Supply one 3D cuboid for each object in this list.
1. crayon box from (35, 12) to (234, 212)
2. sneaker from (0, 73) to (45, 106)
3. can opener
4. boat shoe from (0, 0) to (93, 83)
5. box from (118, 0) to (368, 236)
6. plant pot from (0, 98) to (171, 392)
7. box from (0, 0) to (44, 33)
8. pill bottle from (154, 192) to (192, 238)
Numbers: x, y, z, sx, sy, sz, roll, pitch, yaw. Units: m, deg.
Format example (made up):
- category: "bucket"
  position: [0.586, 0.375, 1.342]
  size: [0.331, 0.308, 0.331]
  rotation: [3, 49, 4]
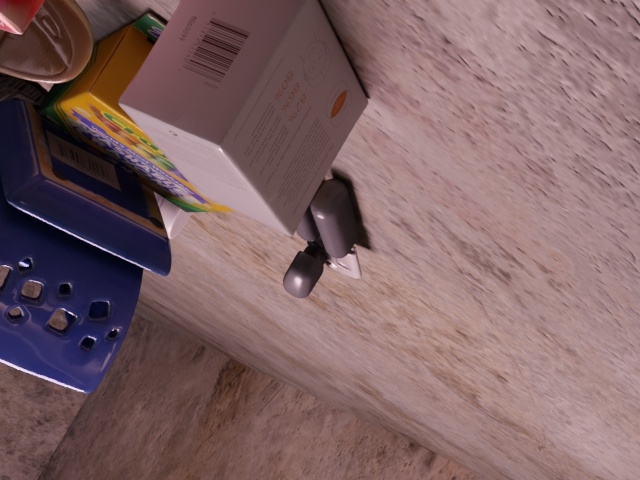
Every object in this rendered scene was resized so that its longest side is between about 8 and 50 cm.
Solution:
- category: "crayon box"
  position: [-0.151, -0.113, 1.256]
  size: [0.203, 0.083, 0.323]
  rotation: [34, 168, -19]
- category: "sneaker"
  position: [-0.382, -0.143, 1.714]
  size: [0.130, 0.109, 0.286]
  rotation: [33, 167, 40]
- category: "can opener"
  position: [0.000, 0.000, 1.377]
  size: [0.074, 0.093, 0.280]
  rotation: [28, 164, 13]
- category: "boat shoe"
  position: [-0.323, -0.247, 1.103]
  size: [0.302, 0.109, 0.098]
  rotation: [30, -152, -3]
- category: "box"
  position: [-0.050, -0.101, 0.931]
  size: [0.091, 0.130, 0.170]
  rotation: [24, 167, 23]
- category: "plant pot"
  position: [-0.308, -0.007, 1.403]
  size: [0.236, 0.212, 0.236]
  rotation: [28, -158, -33]
- category: "box"
  position: [-0.295, -0.262, 0.813]
  size: [0.300, 0.142, 0.154]
  rotation: [23, 168, 30]
- category: "pill bottle"
  position: [-0.244, -0.078, 1.576]
  size: [0.180, 0.108, 0.108]
  rotation: [29, 169, 6]
